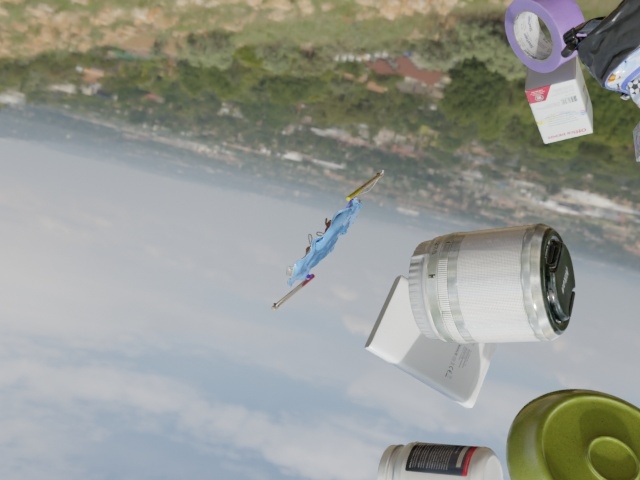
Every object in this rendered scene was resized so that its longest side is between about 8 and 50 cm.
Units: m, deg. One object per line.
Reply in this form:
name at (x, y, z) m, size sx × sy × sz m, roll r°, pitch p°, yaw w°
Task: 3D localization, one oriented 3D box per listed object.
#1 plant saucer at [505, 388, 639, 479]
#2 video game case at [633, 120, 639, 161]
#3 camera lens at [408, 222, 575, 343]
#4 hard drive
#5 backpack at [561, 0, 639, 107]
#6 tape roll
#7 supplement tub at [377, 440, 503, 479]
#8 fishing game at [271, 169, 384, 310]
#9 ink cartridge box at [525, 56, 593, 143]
plant saucer at (0.345, 0.272, 0.967) m, size 0.240 × 0.037 × 0.241 m, roll 6°, pitch -135°, yaw -6°
video game case at (0.786, -0.257, 1.950) m, size 0.011 × 0.087 × 0.122 m, roll 1°, pitch 160°, yaw 2°
camera lens at (0.334, 0.087, 1.545) m, size 0.274 × 0.220 × 0.219 m, roll -7°, pitch 171°, yaw 31°
hard drive at (0.320, 0.286, 2.268) m, size 0.353 × 0.233 × 0.047 m, roll 32°, pitch 158°, yaw -12°
backpack at (0.616, -0.354, 1.413) m, size 0.276 × 0.213 × 0.263 m, roll -38°, pitch 162°, yaw 36°
tape roll at (0.529, -0.499, 1.899) m, size 0.080 × 0.189 × 0.189 m, roll -33°, pitch -160°, yaw -17°
supplement tub at (0.297, 0.599, 1.989) m, size 0.272 × 0.191 × 0.191 m, roll -4°, pitch 172°, yaw 32°
fishing game at (0.000, 0.000, 1.296) m, size 0.041 × 0.264 × 0.189 m, roll 40°, pitch -142°, yaw 9°
ink cartridge box at (0.614, -0.363, 2.061) m, size 0.128 × 0.127 × 0.176 m, roll -11°, pitch 130°, yaw 27°
